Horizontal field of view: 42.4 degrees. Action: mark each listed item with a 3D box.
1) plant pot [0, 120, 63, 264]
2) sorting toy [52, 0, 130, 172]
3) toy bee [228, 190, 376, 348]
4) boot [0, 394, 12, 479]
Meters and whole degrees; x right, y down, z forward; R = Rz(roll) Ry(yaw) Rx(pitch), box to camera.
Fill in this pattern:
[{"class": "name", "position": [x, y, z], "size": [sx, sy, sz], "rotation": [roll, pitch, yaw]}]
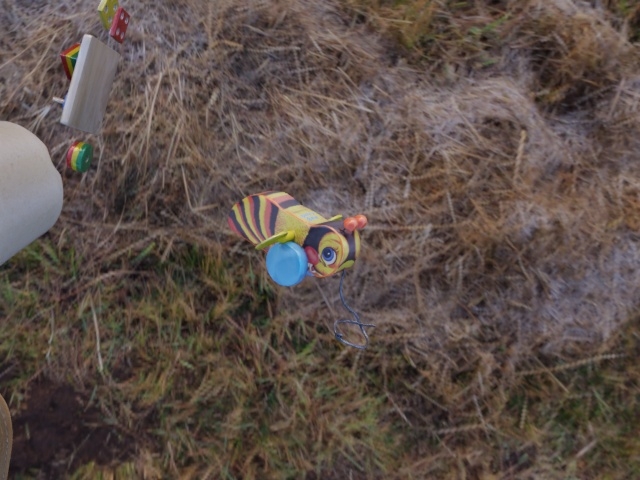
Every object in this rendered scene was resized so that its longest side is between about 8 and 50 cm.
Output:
[{"class": "plant pot", "position": [-0.615, -0.063, 1.383], "size": [0.334, 0.305, 0.334], "rotation": [9, 114, 21]}, {"class": "sorting toy", "position": [-0.354, -0.242, 1.231], "size": [0.046, 0.132, 0.274], "rotation": [16, 92, 3]}, {"class": "toy bee", "position": [0.000, 0.000, 1.293], "size": [0.298, 0.195, 0.162], "rotation": [32, 118, 1]}, {"class": "boot", "position": [-0.338, 0.206, 0.659], "size": [0.220, 0.109, 0.283], "rotation": [-14, 125, 18]}]
